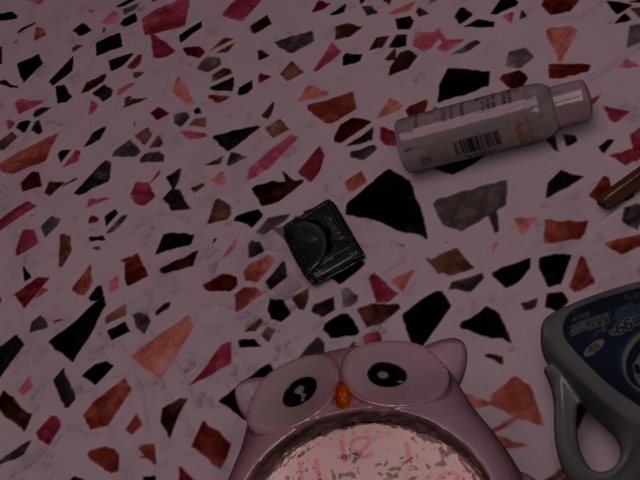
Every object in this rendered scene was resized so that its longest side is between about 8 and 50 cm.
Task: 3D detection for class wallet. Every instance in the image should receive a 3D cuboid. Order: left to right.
[{"bbox_3d":[0.000,0.000,1.570,0.088,0.026,0.129,-30,45,1],"label":"wallet"}]

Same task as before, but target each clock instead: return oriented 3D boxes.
[{"bbox_3d":[0.056,0.295,1.120,0.368,0.250,0.376,-12,53,6],"label":"clock"}]

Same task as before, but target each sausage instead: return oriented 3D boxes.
[{"bbox_3d":[0.403,-0.078,1.432,0.116,0.026,0.026,-36,45,-3],"label":"sausage"}]

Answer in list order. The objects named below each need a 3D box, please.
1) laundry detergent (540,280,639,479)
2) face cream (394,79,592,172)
[{"bbox_3d":[0.351,0.182,1.181,0.215,0.105,0.280,-17,48,13],"label":"laundry detergent"},{"bbox_3d":[0.240,-0.163,1.549,0.269,0.082,0.082,-13,48,18],"label":"face cream"}]
